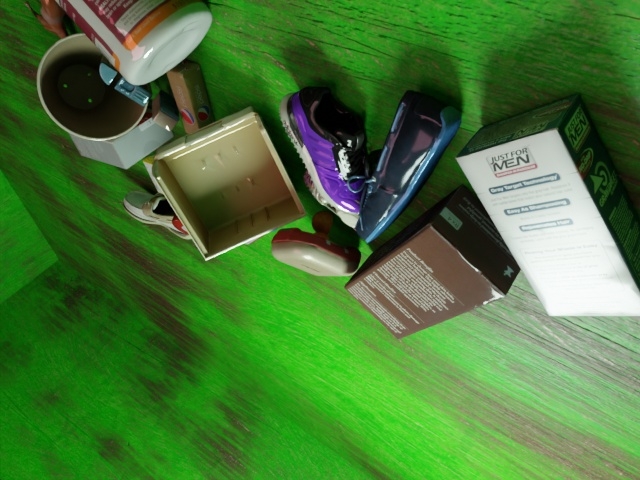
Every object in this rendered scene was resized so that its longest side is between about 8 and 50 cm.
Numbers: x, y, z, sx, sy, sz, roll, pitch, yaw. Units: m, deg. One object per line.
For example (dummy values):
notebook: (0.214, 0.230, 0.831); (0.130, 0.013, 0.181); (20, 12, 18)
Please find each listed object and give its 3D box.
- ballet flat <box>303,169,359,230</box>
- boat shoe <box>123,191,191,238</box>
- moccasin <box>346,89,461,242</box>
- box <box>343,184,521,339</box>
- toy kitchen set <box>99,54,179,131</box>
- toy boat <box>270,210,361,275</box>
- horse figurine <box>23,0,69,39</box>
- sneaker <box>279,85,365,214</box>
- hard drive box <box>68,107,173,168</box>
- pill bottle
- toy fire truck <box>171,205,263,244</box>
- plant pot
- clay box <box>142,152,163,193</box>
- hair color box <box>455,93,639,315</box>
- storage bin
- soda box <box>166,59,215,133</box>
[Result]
ballet flat: (0.045, -0.085, 1.164); (0.222, 0.079, 0.076); (39, 123, 6)
boat shoe: (-0.543, -0.111, 1.766); (0.303, 0.113, 0.103); (21, 142, 14)
moccasin: (0.141, -0.137, 0.983); (0.117, 0.138, 0.342); (40, 135, 12)
box: (0.224, 0.064, 1.099); (0.191, 0.143, 0.381); (44, 150, -2)
toy kitchen set: (-0.407, -0.402, 1.252); (0.207, 0.122, 0.166); (30, 114, -35)
toy boat: (0.000, 0.000, 1.267); (0.231, 0.151, 0.151); (25, 162, -38)
horse figurine: (-0.718, -0.628, 1.371); (0.174, 0.066, 0.263); (51, 150, -3)
sneaker: (0.041, -0.177, 1.040); (0.146, 0.102, 0.293); (-8, 123, 51)
hard drive box: (-0.570, -0.305, 1.486); (0.232, 0.181, 0.089); (18, 139, 33)
pill bottle: (-0.421, -0.526, 1.015); (0.392, 0.224, 0.224); (50, 148, -11)
toy fire truck: (-0.247, -0.086, 1.444); (0.254, 0.169, 0.302); (27, 154, -21)
plant pot: (-0.622, -0.409, 1.393); (0.274, 0.257, 0.256); (26, 149, 56)
clay box: (-0.443, -0.186, 1.607); (0.222, 0.053, 0.127); (20, 142, 34)
hair color box: (0.385, -0.038, 0.827); (0.174, 0.105, 0.347); (-11, 121, 52)
storage bin: (-0.209, -0.134, 1.205); (0.123, 0.263, 0.260); (-110, -5, -58)
soda box: (-0.314, -0.344, 1.273); (0.061, 0.058, 0.181); (25, 145, 26)
